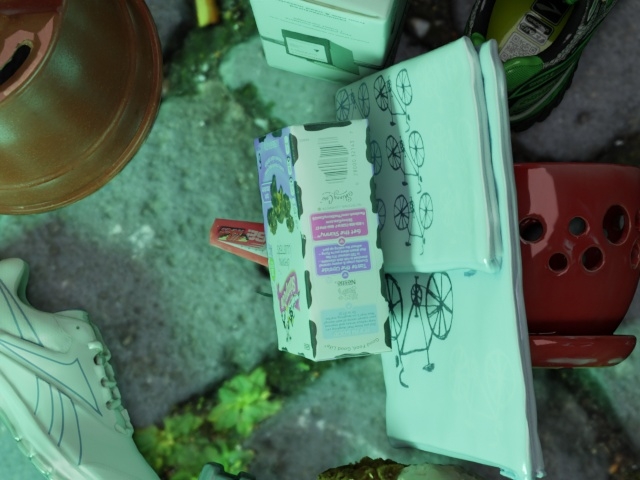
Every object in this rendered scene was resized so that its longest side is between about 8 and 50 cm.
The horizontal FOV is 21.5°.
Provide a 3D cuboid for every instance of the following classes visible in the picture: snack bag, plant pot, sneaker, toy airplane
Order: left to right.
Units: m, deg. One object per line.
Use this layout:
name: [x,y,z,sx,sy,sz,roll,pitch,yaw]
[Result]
plant pot: [-0.293,-0.175,1.467,0.272,0.265,0.272,-1,82,4]
sneaker: [-0.230,0.136,1.507,0.129,0.111,0.297,-44,83,-8]
toy airplane: [-0.027,-0.016,1.542,0.151,0.028,0.151,0,89,-11]
snack bag: [0.088,0.021,1.387,0.037,0.323,0.342,-6,91,-19]
plant pot: [0.182,0.023,1.445,0.191,0.191,0.174,1,87,5]
sneaker: [0.233,-0.258,1.496,0.134,0.146,0.343,26,85,7]

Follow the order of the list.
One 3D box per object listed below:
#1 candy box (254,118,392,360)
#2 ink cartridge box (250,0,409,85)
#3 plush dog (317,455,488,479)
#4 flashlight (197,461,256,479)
candy box: [0.000,0.000,1.448,0.070,0.165,0.196,-7,91,-12]
ink cartridge box: [0.027,-0.263,1.442,0.121,0.289,0.211,16,85,3]
plush dog: [0.087,0.290,1.422,0.262,0.210,0.225,29,56,-8]
flashlight: [-0.127,0.346,1.473,0.103,0.103,0.304,20,86,10]
